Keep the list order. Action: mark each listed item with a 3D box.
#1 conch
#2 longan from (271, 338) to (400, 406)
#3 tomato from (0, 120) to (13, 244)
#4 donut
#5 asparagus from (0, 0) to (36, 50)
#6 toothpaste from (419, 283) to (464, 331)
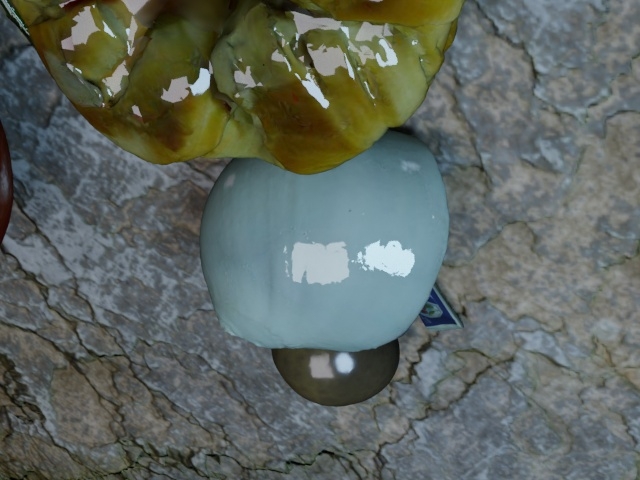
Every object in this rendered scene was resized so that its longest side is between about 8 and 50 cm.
[{"bbox_3d":[-0.004,0.002,0.924,0.221,0.121,0.185,-33,88,39],"label":"conch"},{"bbox_3d":[0.019,0.084,1.027,0.119,0.106,0.106,-43,105,4],"label":"longan"},{"bbox_3d":[-0.389,-0.101,1.046,0.338,0.144,0.338,12,130,15],"label":"tomato"},{"bbox_3d":[-0.068,-0.202,0.763,0.360,0.170,0.360,14,134,15],"label":"donut"},{"bbox_3d":[-0.235,-0.168,0.992,0.016,0.016,0.163,-26,113,21],"label":"asparagus"},{"bbox_3d":[0.073,0.025,0.993,0.037,0.021,0.140,-8,127,39],"label":"toothpaste"}]
